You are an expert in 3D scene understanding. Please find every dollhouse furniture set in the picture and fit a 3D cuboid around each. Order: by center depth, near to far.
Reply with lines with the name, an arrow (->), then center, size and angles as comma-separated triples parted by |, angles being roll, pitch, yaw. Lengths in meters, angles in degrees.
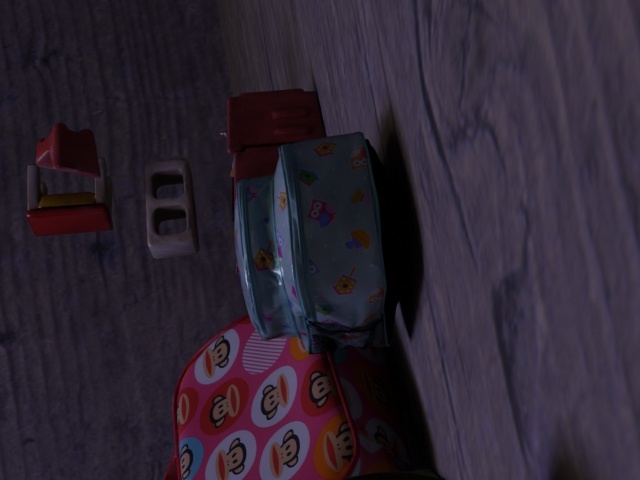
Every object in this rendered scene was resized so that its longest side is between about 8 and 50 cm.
dollhouse furniture set -> -0.177, -0.056, 1.702 | 0.201, 0.374, 0.152 | 90, 174, -65

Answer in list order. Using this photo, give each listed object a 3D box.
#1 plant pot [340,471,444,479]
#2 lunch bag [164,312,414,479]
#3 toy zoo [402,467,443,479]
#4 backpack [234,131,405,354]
plant pot -> 0.071, 0.253, 0.698 | 0.230, 0.215, 0.215 | -158, 58, -67
lunch bag -> -0.048, 0.199, 1.349 | 0.120, 0.258, 0.293 | 39, -155, -34
toy zoo -> 0.111, 0.295, 1.086 | 0.293, 0.030, 0.192 | -168, 69, -84
backpack -> 0.000, 0.000, 1.185 | 0.188, 0.144, 0.165 | 104, 162, -68
